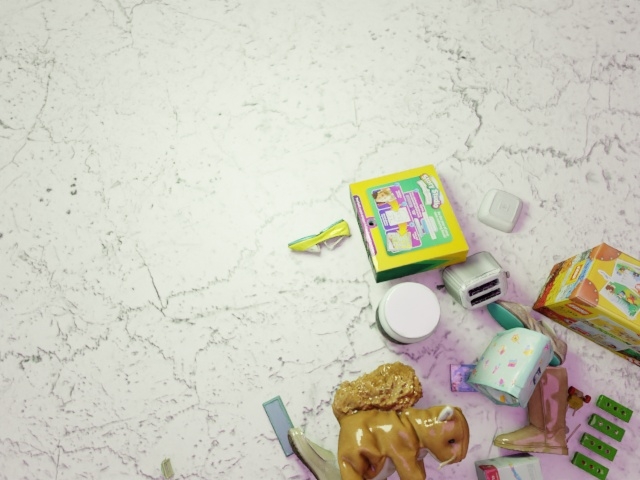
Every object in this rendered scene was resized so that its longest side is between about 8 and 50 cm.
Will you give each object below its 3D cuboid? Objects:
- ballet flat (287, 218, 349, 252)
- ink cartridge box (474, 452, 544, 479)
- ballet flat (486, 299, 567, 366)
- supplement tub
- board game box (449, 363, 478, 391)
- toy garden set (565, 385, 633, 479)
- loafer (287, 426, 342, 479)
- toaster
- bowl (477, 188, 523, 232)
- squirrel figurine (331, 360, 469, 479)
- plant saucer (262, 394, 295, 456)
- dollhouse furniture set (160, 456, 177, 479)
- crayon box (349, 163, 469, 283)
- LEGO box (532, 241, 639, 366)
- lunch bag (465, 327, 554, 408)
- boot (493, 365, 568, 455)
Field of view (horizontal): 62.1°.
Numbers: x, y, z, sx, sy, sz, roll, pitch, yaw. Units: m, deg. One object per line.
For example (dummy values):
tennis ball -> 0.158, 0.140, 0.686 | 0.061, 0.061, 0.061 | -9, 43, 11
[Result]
ballet flat -> 0.000, 0.000, 1.890 | 0.231, 0.077, 0.077 | -25, 94, -6
ink cartridge box -> 0.591, 0.728, 1.671 | 0.175, 0.127, 0.072 | -10, 78, 0
ballet flat -> 0.700, 0.287, 1.797 | 0.316, 0.107, 0.106 | 44, 62, 5
supplement tub -> 0.279, 0.239, 1.720 | 0.191, 0.272, 0.191 | 0, 77, 2
board game box -> 0.484, 0.463, 1.791 | 0.090, 0.020, 0.090 | 0, 76, 1
toy garden set -> 0.867, 0.614, 1.733 | 0.204, 0.049, 0.244 | 29, 80, 6
loafer -> -0.007, 0.702, 1.714 | 0.092, 0.102, 0.268 | -37, 92, -23
toaster -> 0.515, 0.138, 1.784 | 0.227, 0.146, 0.129 | -21, 117, -4
bowl -> 0.648, -0.113, 1.904 | 0.142, 0.053, 0.142 | 24, 78, 8
squirrel figurine -> 0.245, 0.551, 1.621 | 0.370, 0.281, 0.397 | -27, 59, 16
plant saucer -> -0.127, 0.620, 1.775 | 0.067, 0.018, 0.192 | -26, 79, -4
dollhouse furniture set -> -0.503, 0.786, 1.717 | 0.059, 0.076, 0.151 | -20, 78, -4
crayon box -> 0.294, -0.064, 1.832 | 0.313, 0.106, 0.363 | -13, 61, -2
LEGO box -> 0.984, 0.238, 1.649 | 0.500, 0.372, 0.193 | 29, 80, 8
lunch bag -> 0.608, 0.400, 1.669 | 0.160, 0.262, 0.223 | 36, 75, 3
boot -> 0.685, 0.549, 1.736 | 0.236, 0.089, 0.269 | 0, 69, 13
